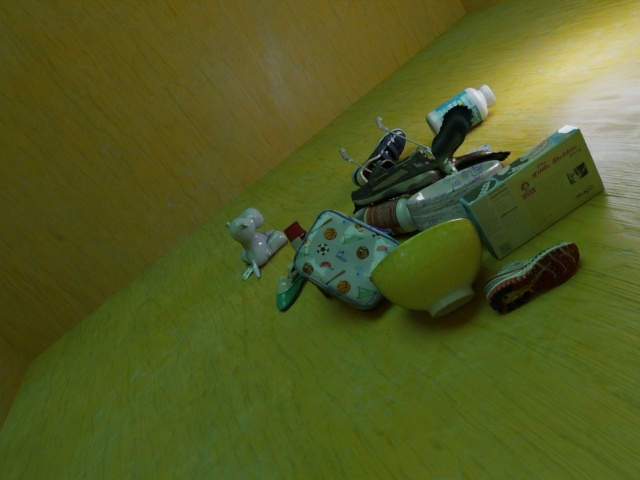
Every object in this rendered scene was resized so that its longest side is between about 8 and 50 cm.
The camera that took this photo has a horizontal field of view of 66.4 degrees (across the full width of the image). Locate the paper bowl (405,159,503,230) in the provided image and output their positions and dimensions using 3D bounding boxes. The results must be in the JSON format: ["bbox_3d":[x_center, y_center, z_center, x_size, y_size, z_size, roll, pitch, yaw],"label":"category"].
[{"bbox_3d":[0.400,-0.105,1.396,0.284,0.148,0.284,-27,8,4],"label":"paper bowl"}]

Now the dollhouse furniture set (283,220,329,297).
[{"bbox_3d":[0.000,0.000,1.692,0.201,0.152,0.374,-37,40,1],"label":"dollhouse furniture set"}]

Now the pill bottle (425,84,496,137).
[{"bbox_3d":[0.577,-0.522,1.998,0.264,0.146,0.146,-33,23,11],"label":"pill bottle"}]

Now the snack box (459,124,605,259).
[{"bbox_3d":[0.533,-0.118,1.230,0.322,0.187,0.060,-35,23,4],"label":"snack box"}]

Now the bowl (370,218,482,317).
[{"bbox_3d":[0.284,0.092,1.185,0.289,0.289,0.156,-32,66,10],"label":"bowl"}]

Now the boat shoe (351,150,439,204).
[{"bbox_3d":[0.239,-0.210,1.647,0.132,0.130,0.355,-14,-1,-43],"label":"boat shoe"}]

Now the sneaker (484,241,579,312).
[{"bbox_3d":[0.468,0.066,1.099,0.225,0.088,0.093,-31,22,12],"label":"sneaker"}]

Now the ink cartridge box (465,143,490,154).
[{"bbox_3d":[0.567,-0.311,1.758,0.083,0.028,0.048,-21,27,33],"label":"ink cartridge box"}]

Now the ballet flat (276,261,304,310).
[{"bbox_3d":[-0.108,0.142,1.779,0.083,0.087,0.247,-13,32,43],"label":"ballet flat"}]

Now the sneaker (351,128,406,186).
[{"bbox_3d":[0.279,-0.357,2.143,0.321,0.126,0.127,-50,19,-3],"label":"sneaker"}]

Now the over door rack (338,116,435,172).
[{"bbox_3d":[0.276,-0.342,2.015,0.239,0.108,0.324,-42,58,-11],"label":"over door rack"}]

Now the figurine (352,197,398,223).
[{"bbox_3d":[0.171,-0.111,1.889,0.209,0.092,0.215,-20,27,51],"label":"figurine"}]

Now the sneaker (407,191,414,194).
[{"bbox_3d":[0.353,-0.197,1.843,0.119,0.047,0.057,3,67,58],"label":"sneaker"}]

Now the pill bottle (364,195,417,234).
[{"bbox_3d":[0.261,-0.081,1.635,0.216,0.121,0.121,-11,34,47],"label":"pill bottle"}]

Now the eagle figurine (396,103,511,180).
[{"bbox_3d":[0.451,-0.280,1.643,0.298,0.226,0.225,-44,55,25],"label":"eagle figurine"}]

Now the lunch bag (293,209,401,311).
[{"bbox_3d":[0.091,0.053,1.429,0.303,0.115,0.243,28,80,20],"label":"lunch bag"}]

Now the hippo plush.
[{"bbox_3d":[-0.326,-0.008,2.186,0.234,0.237,0.294,-10,35,47],"label":"hippo plush"}]
